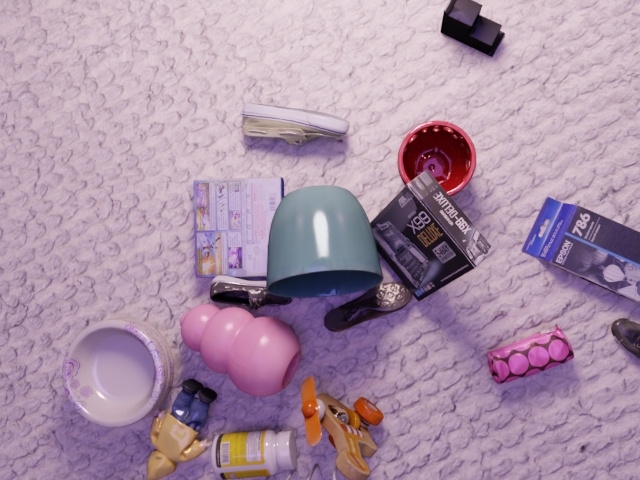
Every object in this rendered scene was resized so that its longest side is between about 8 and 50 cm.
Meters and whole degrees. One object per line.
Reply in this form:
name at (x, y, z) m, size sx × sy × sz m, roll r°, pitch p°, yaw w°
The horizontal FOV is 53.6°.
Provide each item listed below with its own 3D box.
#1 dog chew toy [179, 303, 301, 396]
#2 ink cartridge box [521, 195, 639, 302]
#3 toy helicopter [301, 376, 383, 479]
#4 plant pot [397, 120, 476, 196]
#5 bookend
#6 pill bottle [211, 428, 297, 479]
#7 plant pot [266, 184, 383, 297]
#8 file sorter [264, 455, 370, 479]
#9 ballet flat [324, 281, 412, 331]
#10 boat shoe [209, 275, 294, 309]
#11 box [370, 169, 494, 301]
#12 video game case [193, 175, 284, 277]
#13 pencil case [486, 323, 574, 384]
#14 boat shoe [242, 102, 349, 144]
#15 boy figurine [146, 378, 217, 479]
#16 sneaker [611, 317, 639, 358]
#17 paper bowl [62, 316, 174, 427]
dog chew toy at (-0.221, 0.270, 1.663) m, size 0.331 × 0.206 × 0.207 m, roll 22°, pitch 92°, yaw 15°
ink cartridge box at (0.701, 0.023, 1.610) m, size 0.332 × 0.065 × 0.165 m, roll 24°, pitch 93°, yaw 8°
toy helicopter at (0.047, 0.465, 1.540) m, size 0.235 × 0.355 × 0.140 m, roll 38°, pitch 94°, yaw -11°
plant pot at (0.291, -0.194, 1.610) m, size 0.191 × 0.174 × 0.191 m, roll 0°, pitch 88°, yaw 8°
bookend at (0.393, -0.554, 1.612) m, size 0.156 × 0.157 × 0.072 m, roll 28°, pitch 93°, yaw 8°
pill bottle at (-0.174, 0.567, 1.686) m, size 0.208 × 0.119 × 0.119 m, roll -7°, pitch 88°, yaw 7°
plant pot at (0.000, 0.000, 1.600) m, size 0.293 × 0.293 × 0.235 m, roll -8°, pitch 73°, yaw 7°
file sorter at (0.000, 0.676, 1.628) m, size 0.277 × 0.193 × 0.173 m, roll -14°, pitch 84°, yaw 7°
ballet flat at (0.127, 0.182, 1.691) m, size 0.250 × 0.058 × 0.084 m, roll -24°, pitch 64°, yaw 1°
boat shoe at (-0.185, 0.150, 1.692) m, size 0.228 × 0.076 × 0.080 m, roll 12°, pitch 134°, yaw -4°
box at (0.251, -0.002, 1.551) m, size 0.076 × 0.307 × 0.242 m, roll -36°, pitch 85°, yaw -25°
video game case at (-0.220, -0.034, 1.731) m, size 0.244 × 0.061 × 0.270 m, roll -1°, pitch 89°, yaw 7°
pencil case at (0.528, 0.289, 1.614) m, size 0.209 × 0.095 × 0.098 m, roll -24°, pitch 121°, yaw 5°
boat shoe at (-0.069, -0.306, 1.707) m, size 0.302 × 0.109 × 0.094 m, roll 12°, pitch 106°, yaw 16°
boy figurine at (-0.382, 0.532, 1.729) m, size 0.177 × 0.092 × 0.285 m, roll 26°, pitch 93°, yaw 7°
sneaker at (0.830, 0.277, 1.565) m, size 0.234 × 0.106 × 0.078 m, roll 42°, pitch 93°, yaw 6°
paper bowl at (-0.536, 0.351, 1.723) m, size 0.284 × 0.148 × 0.284 m, roll 0°, pitch 89°, yaw 7°
